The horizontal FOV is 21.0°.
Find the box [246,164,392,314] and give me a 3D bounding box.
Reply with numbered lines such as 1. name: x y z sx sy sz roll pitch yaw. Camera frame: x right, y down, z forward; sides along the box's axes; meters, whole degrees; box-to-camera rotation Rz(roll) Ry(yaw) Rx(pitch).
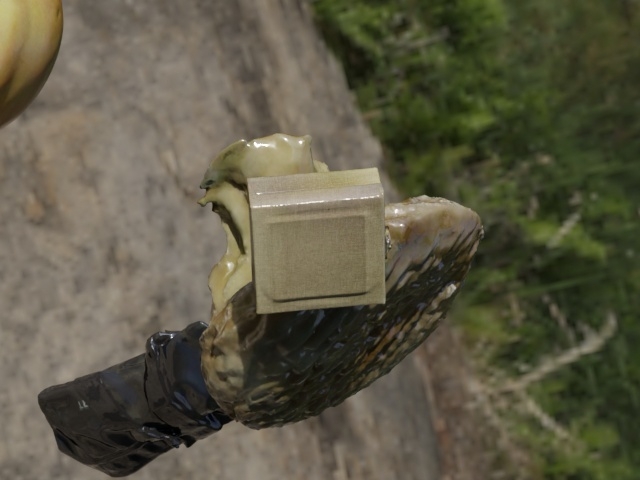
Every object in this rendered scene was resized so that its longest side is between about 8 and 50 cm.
1. box: 0.000 0.000 1.016 0.035 0.083 0.079 -102 -171 -55

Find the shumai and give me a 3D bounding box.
1. shumai: -0.007 0.015 1.146 0.153 0.209 0.161 51 12 19

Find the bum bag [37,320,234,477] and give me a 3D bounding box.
1. bum bag: -0.162 0.160 1.727 0.137 0.310 0.074 46 36 -24

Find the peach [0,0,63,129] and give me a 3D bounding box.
1. peach: -0.244 -0.130 1.001 0.184 0.184 0.184 -14 90 -70
